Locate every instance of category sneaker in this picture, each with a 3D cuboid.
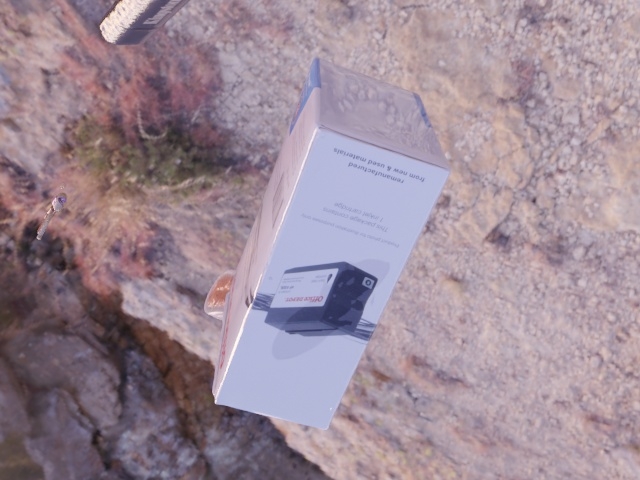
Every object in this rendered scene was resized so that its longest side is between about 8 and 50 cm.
[{"bbox_3d":[-0.081,0.112,1.138,0.121,0.108,0.302,30,174,-21],"label":"sneaker"}]

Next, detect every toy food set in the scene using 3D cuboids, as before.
[{"bbox_3d":[-0.547,-0.059,1.526,0.019,0.122,0.078,28,177,-26],"label":"toy food set"}]

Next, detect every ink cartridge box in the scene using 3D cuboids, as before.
[{"bbox_3d":[0.000,0.000,0.766,0.129,0.223,0.307,17,117,-11],"label":"ink cartridge box"}]

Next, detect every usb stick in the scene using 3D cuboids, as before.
[{"bbox_3d":[-0.210,-0.306,0.943,0.278,0.077,0.045,-9,84,58],"label":"usb stick"}]
